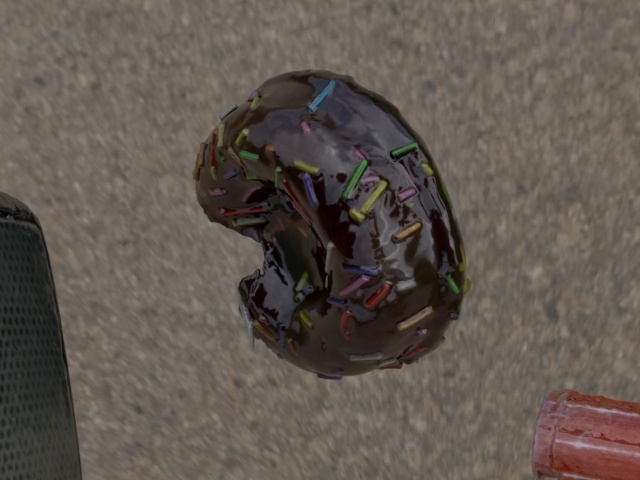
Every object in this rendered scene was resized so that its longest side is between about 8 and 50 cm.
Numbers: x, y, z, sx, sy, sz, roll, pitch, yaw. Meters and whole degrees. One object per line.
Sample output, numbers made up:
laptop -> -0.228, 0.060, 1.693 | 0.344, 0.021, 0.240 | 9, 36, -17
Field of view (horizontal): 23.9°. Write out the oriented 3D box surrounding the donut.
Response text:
donut -> 0.000, -0.001, 1.067 | 0.096, 0.230, 0.216 | -24, 29, -35

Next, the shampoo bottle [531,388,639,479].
shampoo bottle -> 0.197, 0.098, 0.614 | 0.221, 0.108, 0.051 | 7, 104, 23

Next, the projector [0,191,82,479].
projector -> -0.371, 0.106, 0.759 | 0.395, 0.405, 0.242 | -10, 85, 13
